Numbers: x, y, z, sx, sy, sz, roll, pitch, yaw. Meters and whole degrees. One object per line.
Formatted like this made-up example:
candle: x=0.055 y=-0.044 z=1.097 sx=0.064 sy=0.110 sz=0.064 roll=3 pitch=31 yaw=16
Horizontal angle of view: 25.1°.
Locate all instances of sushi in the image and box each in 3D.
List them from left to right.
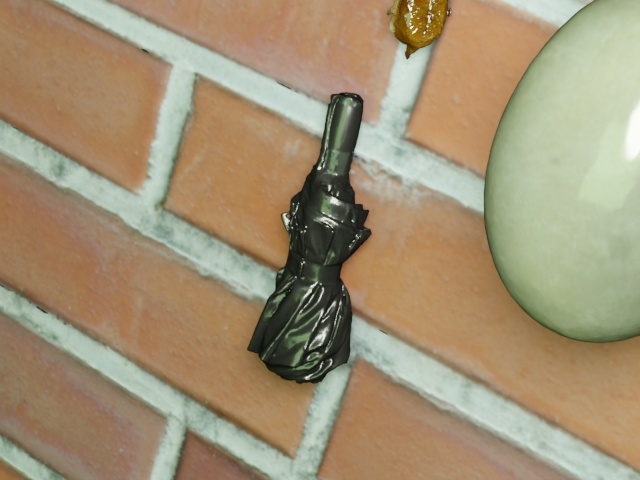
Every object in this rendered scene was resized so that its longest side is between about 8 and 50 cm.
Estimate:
sushi: x=0.103 y=-0.248 z=1.505 sx=0.118 sy=0.061 sz=0.060 roll=-70 pitch=22 yaw=8

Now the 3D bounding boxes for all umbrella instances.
umbrella: x=0.000 y=0.000 z=1.619 sx=0.118 sy=0.118 sz=0.340 roll=18 pitch=106 yaw=28

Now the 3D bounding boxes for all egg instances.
egg: x=0.287 y=-0.071 z=1.312 sx=0.258 sy=0.258 sz=0.352 roll=37 pitch=114 yaw=19
